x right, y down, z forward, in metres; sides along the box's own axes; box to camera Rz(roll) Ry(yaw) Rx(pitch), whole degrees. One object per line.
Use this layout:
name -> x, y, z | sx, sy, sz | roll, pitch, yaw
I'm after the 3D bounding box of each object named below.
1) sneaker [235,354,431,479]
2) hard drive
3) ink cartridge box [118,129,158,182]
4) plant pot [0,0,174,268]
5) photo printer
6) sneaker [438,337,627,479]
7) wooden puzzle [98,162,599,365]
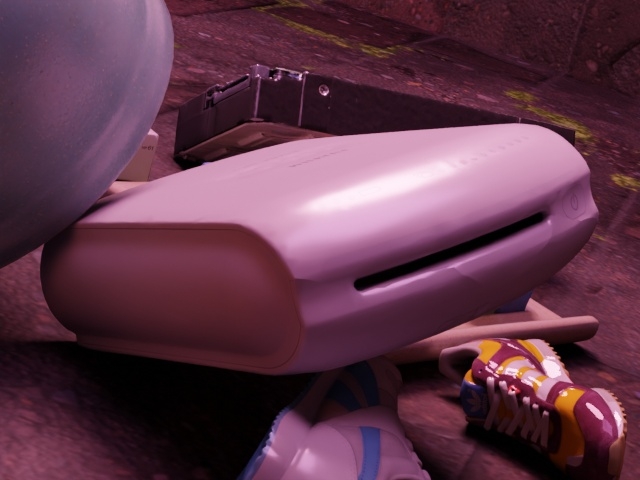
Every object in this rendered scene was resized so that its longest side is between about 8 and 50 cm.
sneaker -> 0.014, 0.128, 0.862 | 0.092, 0.087, 0.228 | 34, 19, 4
hard drive -> 0.049, -0.095, 1.494 | 0.339, 0.064, 0.237 | 10, -10, -23
ink cartridge box -> -0.219, -0.102, 1.431 | 0.088, 0.052, 0.122 | 6, 18, -31
plant pot -> -0.269, -0.143, 0.977 | 0.293, 0.293, 0.196 | 30, -16, 39
photo printer -> 0.000, 0.000, 0.948 | 0.256, 0.107, 0.307 | -19, 12, -34
sneaker -> 0.143, 0.120, 1.043 | 0.084, 0.069, 0.185 | 2, 14, -17
wooden puzzle -> 0.026, 0.001, 1.281 | 0.348, 0.080, 0.322 | 29, 21, 38
